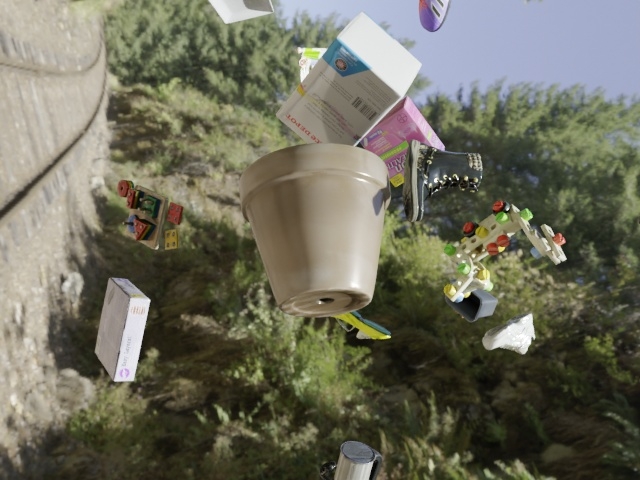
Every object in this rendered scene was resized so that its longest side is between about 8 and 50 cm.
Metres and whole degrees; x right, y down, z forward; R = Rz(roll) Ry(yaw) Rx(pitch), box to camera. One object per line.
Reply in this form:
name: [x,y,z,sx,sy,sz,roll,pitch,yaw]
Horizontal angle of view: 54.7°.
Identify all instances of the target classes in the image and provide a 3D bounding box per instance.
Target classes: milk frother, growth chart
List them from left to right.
growth chart: [-0.006,-0.417,1.705,0.021,0.172,0.237,9,-65,34]
milk frother: [0.058,0.531,1.452,0.143,0.129,0.134,21,-75,29]

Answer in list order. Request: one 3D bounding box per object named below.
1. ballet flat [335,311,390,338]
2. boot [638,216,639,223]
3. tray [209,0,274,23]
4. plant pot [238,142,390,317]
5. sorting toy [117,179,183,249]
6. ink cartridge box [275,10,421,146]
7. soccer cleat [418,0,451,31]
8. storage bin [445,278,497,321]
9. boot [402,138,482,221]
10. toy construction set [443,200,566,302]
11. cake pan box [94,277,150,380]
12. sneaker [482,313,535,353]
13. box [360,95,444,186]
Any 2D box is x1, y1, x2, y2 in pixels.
ballet flat: [0.130,0.289,2.113,0.231,0.077,0.077,32,8,19]
boot: [0.650,-0.039,1.110,0.037,0.106,0.114,31,20,-39]
tray: [-0.207,-0.626,1.600,0.270,0.145,0.030,-57,134,-85]
plant pot: [0.000,0.000,1.282,0.323,0.323,0.280,111,-25,-65]
sorting toy: [-0.439,-0.058,1.529,0.274,0.046,0.132,23,-77,38]
ink cartridge box: [0.067,-0.363,1.500,0.198,0.197,0.270,40,-48,-9]
soccer cleat: [0.299,-0.733,1.705,0.109,0.116,0.318,34,-43,36]
storage bin: [0.450,0.180,1.831,0.135,0.091,0.098,44,-54,49]
boot: [0.285,-0.134,1.433,0.085,0.179,0.236,101,-3,-52]
toy construction set: [0.469,0.024,1.638,0.151,0.328,0.215,49,28,-33]
cake pan box: [-0.607,0.269,1.874,0.246,0.070,0.266,18,-83,58]
sneaker: [0.618,0.317,1.984,0.090,0.232,0.115,-30,-100,57]
box: [0.296,-0.359,2.264,0.243,0.213,0.117,49,31,-18]
